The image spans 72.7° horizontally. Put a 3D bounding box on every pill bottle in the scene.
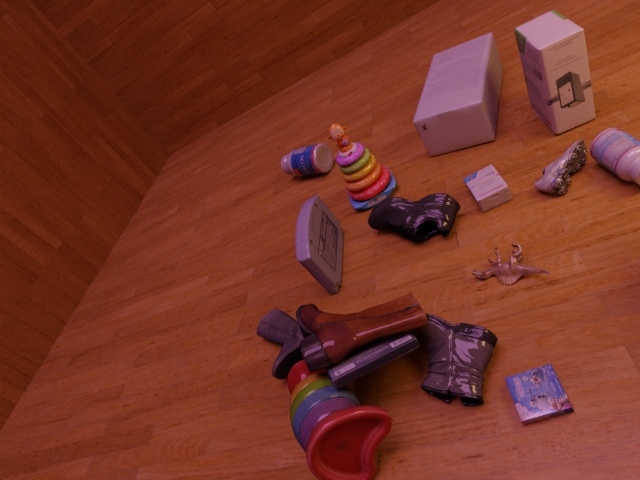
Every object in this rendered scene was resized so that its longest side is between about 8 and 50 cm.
[{"bbox_3d":[0.718,-0.195,1.019,0.087,0.087,0.160,-29,35,13],"label":"pill bottle"},{"bbox_3d":[-0.063,-0.342,1.885,0.221,0.124,0.124,-3,47,42],"label":"pill bottle"}]

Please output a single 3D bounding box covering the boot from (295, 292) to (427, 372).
[{"bbox_3d":[0.085,0.172,1.016,0.280,0.096,0.264,-23,9,0],"label":"boot"}]

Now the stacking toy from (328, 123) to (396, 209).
[{"bbox_3d":[0.117,-0.269,1.469,0.175,0.302,0.166,-29,34,12],"label":"stacking toy"}]

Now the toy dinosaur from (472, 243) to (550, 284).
[{"bbox_3d":[0.451,0.060,1.014,0.183,0.053,0.093,-9,58,47],"label":"toy dinosaur"}]

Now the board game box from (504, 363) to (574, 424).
[{"bbox_3d":[0.402,0.284,0.806,0.089,0.020,0.090,-27,35,19],"label":"board game box"}]

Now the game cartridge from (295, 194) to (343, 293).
[{"bbox_3d":[0.000,0.000,1.356,0.060,0.196,0.294,-21,37,23],"label":"game cartridge"}]

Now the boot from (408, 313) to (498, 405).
[{"bbox_3d":[0.247,0.251,0.941,0.246,0.083,0.161,3,57,47],"label":"boot"}]

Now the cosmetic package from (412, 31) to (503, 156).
[{"bbox_3d":[0.500,-0.521,1.539,0.229,0.162,0.454,-8,44,36],"label":"cosmetic package"}]

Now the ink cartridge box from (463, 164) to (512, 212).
[{"bbox_3d":[0.470,-0.146,1.223,0.088,0.052,0.123,-27,34,17],"label":"ink cartridge box"}]

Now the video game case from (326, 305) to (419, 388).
[{"bbox_3d":[0.091,0.236,1.013,0.195,0.026,0.274,-25,8,-6],"label":"video game case"}]

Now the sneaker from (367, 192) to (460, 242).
[{"bbox_3d":[0.257,-0.057,1.274,0.286,0.109,0.130,-8,50,40],"label":"sneaker"}]

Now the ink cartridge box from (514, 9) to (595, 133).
[{"bbox_3d":[0.663,-0.474,1.234,0.114,0.273,0.199,-22,37,18],"label":"ink cartridge box"}]

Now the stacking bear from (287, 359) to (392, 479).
[{"bbox_3d":[0.006,0.364,0.957,0.289,0.164,0.176,-141,66,-67],"label":"stacking bear"}]

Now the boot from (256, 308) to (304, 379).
[{"bbox_3d":[-0.122,0.286,1.241,0.208,0.076,0.189,15,45,42],"label":"boot"}]

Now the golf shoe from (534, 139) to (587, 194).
[{"bbox_3d":[0.623,-0.196,1.131,0.176,0.069,0.086,-48,29,-16],"label":"golf shoe"}]
